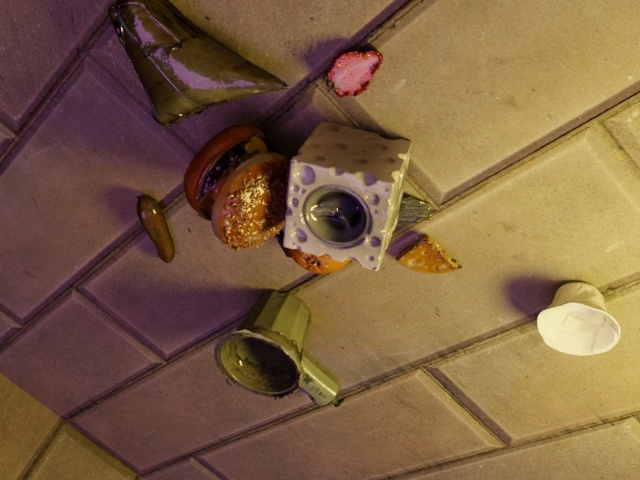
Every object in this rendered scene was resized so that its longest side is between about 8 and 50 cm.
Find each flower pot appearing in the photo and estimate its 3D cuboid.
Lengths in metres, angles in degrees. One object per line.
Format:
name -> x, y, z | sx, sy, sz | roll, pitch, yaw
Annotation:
flower pot -> -0.148, 0.298, 2.161 | 0.290, 0.259, 0.290 | 12, 132, 14

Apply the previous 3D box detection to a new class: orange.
orange -> 0.000, 0.000, 1.902 | 0.193, 0.161, 0.193 | 11, 128, 14

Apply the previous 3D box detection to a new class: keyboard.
keyboard -> -0.105, -0.005, 1.973 | 0.015, 0.049, 0.129 | -42, 63, 21

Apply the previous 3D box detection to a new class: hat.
hat -> 0.657, 0.187, 1.812 | 0.203, 0.126, 0.203 | 12, 133, 13

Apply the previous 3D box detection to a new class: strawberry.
strawberry -> 0.076, -0.382, 1.611 | 0.152, 0.048, 0.104 | -26, 110, 22

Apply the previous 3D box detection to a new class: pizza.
pizza -> 0.283, 0.037, 1.897 | 0.178, 0.041, 0.131 | -2, 131, 25

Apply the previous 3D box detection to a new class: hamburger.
hamburger -> -0.182, -0.124, 1.763 | 0.225, 0.291, 0.291 | 41, 140, 26

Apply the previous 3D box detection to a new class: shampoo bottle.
shampoo bottle -> -0.018, 0.483, 2.389 | 0.234, 0.087, 0.118 | 43, 129, -16

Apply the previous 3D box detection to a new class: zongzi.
zongzi -> -0.279, -0.443, 1.624 | 0.360, 0.160, 0.323 | -4, 129, 26

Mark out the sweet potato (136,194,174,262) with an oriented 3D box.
sweet potato -> -0.489, -0.024, 2.155 | 0.075, 0.075, 0.273 | 5, 135, 19

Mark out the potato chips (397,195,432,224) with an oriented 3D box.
potato chips -> 0.186, -0.079, 1.846 | 0.207, 0.028, 0.092 | 0, 128, 20

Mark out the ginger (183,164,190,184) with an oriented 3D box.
ginger -> -0.274, -0.182, 1.894 | 0.193, 0.122, 0.115 | -21, 108, 26

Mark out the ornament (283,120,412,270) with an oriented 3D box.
ornament -> 0.066, -0.112, 1.696 | 0.239, 0.240, 0.239 | 15, 125, 10
